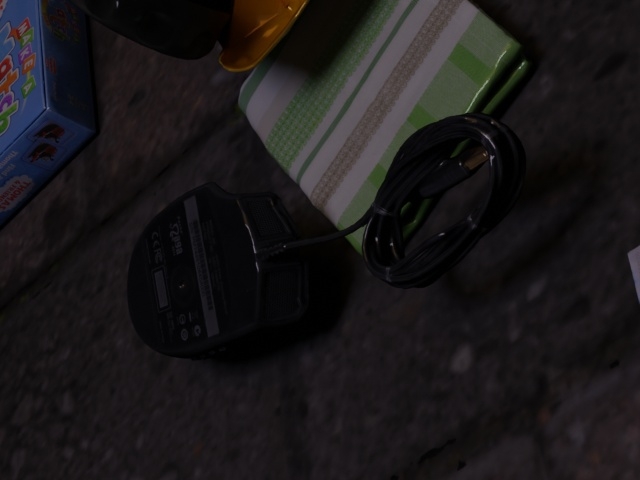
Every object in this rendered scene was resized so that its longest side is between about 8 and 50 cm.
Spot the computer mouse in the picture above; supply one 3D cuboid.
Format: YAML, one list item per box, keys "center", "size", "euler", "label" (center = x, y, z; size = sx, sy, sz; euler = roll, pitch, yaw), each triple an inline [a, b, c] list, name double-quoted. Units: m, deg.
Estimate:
- center: [0.000, 0.000, 0.750]
  size: [0.242, 0.041, 0.071]
  euler: [-19, 76, 48]
  label: "computer mouse"

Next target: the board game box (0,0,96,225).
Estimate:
- center: [-0.213, -0.062, 1.080]
  size: [0.211, 0.039, 0.160]
  euler: [-41, 41, 30]
  label: "board game box"

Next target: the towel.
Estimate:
- center: [0.024, -0.068, 0.799]
  size: [0.113, 0.023, 0.152]
  euler: [-56, 38, 14]
  label: "towel"

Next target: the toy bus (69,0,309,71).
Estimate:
- center: [-0.085, -0.193, 0.854]
  size: [0.149, 0.220, 0.211]
  euler: [-61, 4, 13]
  label: "toy bus"

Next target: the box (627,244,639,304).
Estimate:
- center: [0.177, 0.005, 0.531]
  size: [0.178, 0.042, 0.109]
  euler: [-37, 42, 33]
  label: "box"
